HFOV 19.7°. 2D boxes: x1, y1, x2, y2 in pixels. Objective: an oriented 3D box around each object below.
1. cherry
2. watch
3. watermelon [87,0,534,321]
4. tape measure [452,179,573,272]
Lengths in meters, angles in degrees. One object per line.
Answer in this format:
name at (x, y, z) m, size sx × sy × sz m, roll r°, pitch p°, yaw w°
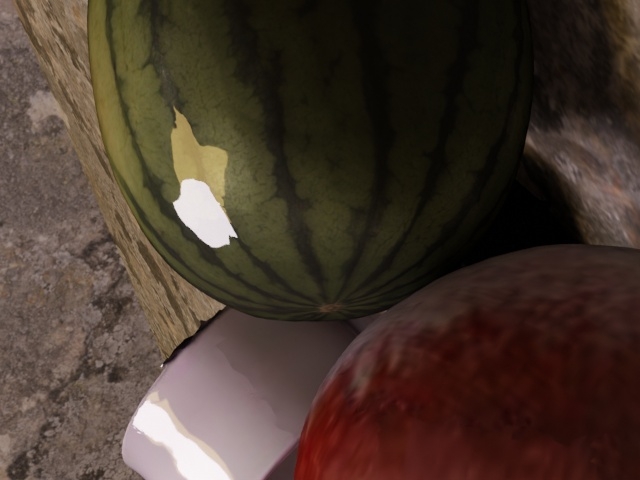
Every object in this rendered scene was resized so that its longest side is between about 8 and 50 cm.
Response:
cherry at (0.160, 0.144, 1.068) m, size 0.326 × 0.335 × 0.291 m, roll -9°, pitch -95°, yaw -70°
watch at (-0.034, 0.115, 1.301) m, size 0.211 × 0.217 × 0.248 m, roll 45°, pitch 158°, yaw 16°
watermelon at (-0.009, -0.128, 1.150) m, size 0.279 × 0.278 × 0.359 m, roll 111°, pitch 150°, yaw -72°
tape measure at (0.108, 0.031, 1.365) m, size 0.202 × 0.135 × 0.223 m, roll 29°, pitch 148°, yaw 48°
